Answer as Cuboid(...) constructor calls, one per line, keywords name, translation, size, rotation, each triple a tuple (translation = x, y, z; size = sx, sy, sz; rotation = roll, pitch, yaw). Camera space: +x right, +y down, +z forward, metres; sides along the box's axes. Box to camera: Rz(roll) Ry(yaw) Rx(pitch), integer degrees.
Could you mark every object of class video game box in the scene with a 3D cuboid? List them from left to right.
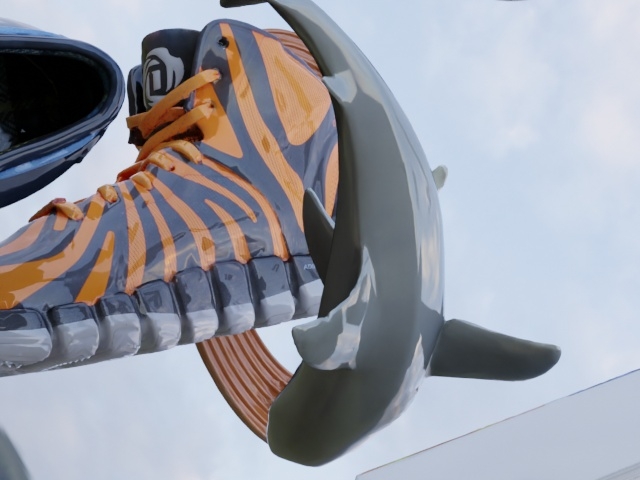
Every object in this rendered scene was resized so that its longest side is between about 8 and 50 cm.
Cuboid(name="video game box", translation=(0.118, 0.130, 0.564), size=(0.187, 0.205, 0.048), rotation=(85, -17, -50))

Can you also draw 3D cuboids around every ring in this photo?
Cuboid(name="ring", translation=(0.000, 0.000, 0.960), size=(0.032, 0.336, 0.337), rotation=(-9, -71, 33))

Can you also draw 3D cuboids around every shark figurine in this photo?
Cuboid(name="shark figurine", translation=(0.005, -0.004, 0.558), size=(0.166, 0.116, 0.278), rotation=(2, -69, 35))

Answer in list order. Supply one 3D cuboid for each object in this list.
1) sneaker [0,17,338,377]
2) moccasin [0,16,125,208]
Cuboid(name="sneaker", translation=(-0.109, -0.026, 0.697), size=(0.124, 0.321, 0.180), rotation=(-15, -94, 47))
Cuboid(name="moccasin", translation=(-0.233, -0.049, 0.465), size=(0.116, 0.342, 0.138), rotation=(-11, -82, 51))
